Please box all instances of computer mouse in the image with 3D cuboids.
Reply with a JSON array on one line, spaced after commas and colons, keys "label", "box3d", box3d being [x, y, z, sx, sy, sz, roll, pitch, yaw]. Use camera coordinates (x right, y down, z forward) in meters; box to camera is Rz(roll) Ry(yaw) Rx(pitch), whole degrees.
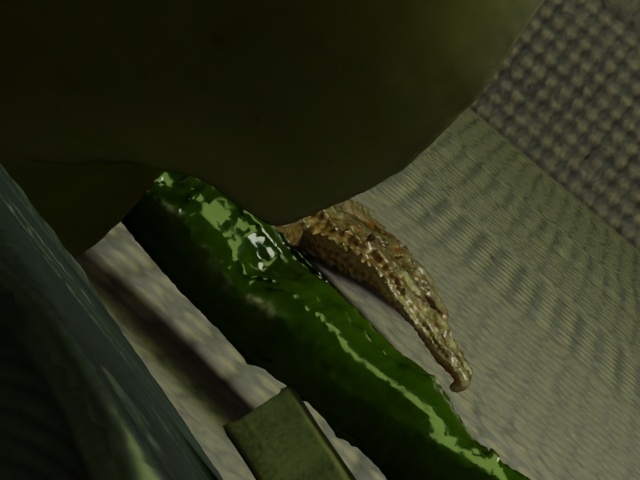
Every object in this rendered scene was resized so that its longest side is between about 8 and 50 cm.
[{"label": "computer mouse", "box3d": [-0.088, 0.043, 0.498, 0.379, 0.090, 0.167, 52, -5, 48]}]

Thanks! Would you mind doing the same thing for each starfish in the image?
[{"label": "starfish", "box3d": [0.004, -0.004, 1.132, 0.231, 0.048, 0.295, 40, 12, 0]}]

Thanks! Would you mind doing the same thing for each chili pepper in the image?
[{"label": "chili pepper", "box3d": [0.012, 0.044, 0.815, 0.076, 0.085, 0.359, -35, 80, -34]}]

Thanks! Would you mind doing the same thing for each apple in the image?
[{"label": "apple", "box3d": [-0.025, -0.169, 0.736, 0.320, 0.360, 0.312, 15, -22, 13]}]

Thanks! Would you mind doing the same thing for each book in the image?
[{"label": "book", "box3d": [0.056, 0.157, 0.505, 0.228, 0.024, 0.160, 61, -5, -38]}]
